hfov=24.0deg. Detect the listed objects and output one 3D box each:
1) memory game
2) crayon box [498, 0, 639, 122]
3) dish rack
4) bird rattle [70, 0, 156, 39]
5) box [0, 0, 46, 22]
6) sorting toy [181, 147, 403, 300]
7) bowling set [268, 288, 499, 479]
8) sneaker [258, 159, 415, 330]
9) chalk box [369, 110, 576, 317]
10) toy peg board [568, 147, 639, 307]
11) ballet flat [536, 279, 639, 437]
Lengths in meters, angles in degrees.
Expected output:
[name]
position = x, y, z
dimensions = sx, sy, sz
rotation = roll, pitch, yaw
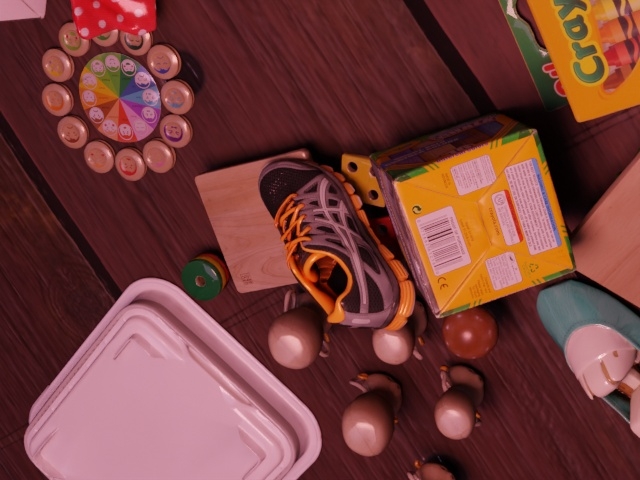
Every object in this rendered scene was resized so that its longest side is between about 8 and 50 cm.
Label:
[memory game]
position = -0.213, -0.148, 1.562
dimensions = 0.186, 0.012, 0.186
rotation = 11, 117, 21
[crayon box]
position = 0.282, -0.227, 1.239
dimensions = 0.319, 0.081, 0.202
rotation = -18, 105, 32
[dish rack]
position = -0.186, 0.230, 1.695
dimensions = 0.285, 0.072, 0.333
rotation = 43, 123, 3
[bird rattle]
position = -0.156, -0.306, 1.397
dimensions = 0.207, 0.143, 0.253
rotation = 2, 118, 8
[box]
position = -0.356, -0.338, 1.420
dimensions = 0.290, 0.087, 0.169
rotation = 40, 130, 42
[sorting toy]
position = -0.034, -0.026, 1.510
dimensions = 0.275, 0.046, 0.132
rotation = -12, 107, 31
[bowling set]
position = 0.104, 0.133, 1.482
dimensions = 0.200, 0.154, 0.287
rotation = -33, 95, 15
[sneaker]
position = 0.000, 0.000, 1.399
dimensions = 0.215, 0.083, 0.084
rotation = 49, 129, 32
[chalk box]
position = 0.130, -0.032, 1.351
dimensions = 0.132, 0.213, 0.132
rotation = -19, 102, 0
[toy peg board]
position = 0.323, -0.020, 1.332
dimensions = 0.161, 0.079, 0.161
rotation = 30, 125, -8
[ballet flat]
position = 0.296, 0.135, 1.399
dimensions = 0.247, 0.087, 0.083
rotation = 42, 125, 3
